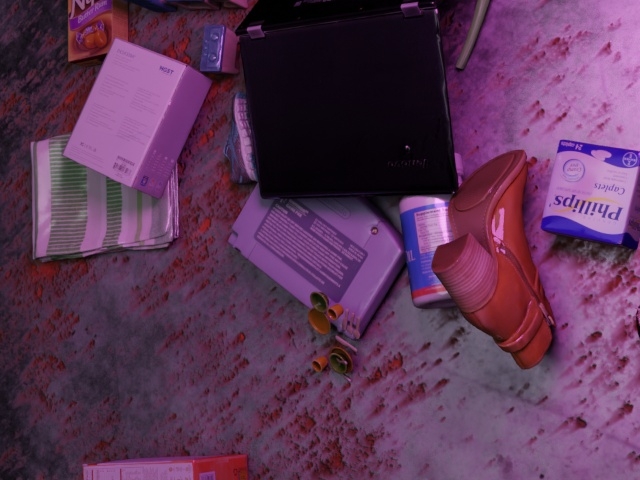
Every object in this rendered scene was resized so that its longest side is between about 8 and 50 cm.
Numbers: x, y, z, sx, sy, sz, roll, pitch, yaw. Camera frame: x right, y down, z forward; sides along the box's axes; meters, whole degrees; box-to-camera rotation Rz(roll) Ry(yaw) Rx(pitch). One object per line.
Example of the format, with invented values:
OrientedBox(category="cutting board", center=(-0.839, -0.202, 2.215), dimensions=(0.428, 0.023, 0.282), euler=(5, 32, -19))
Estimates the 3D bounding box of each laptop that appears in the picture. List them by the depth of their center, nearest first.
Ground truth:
OrientedBox(category="laptop", center=(0.085, -0.294, 1.919), dimensions=(0.382, 0.236, 0.408), euler=(0, 47, 38))

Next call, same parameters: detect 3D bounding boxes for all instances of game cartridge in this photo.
OrientedBox(category="game cartridge", center=(0.000, 0.000, 1.992), dimensions=(0.297, 0.062, 0.198), euler=(37, 99, 28))

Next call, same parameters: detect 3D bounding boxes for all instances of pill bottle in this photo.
OrientedBox(category="pill bottle", center=(0.184, -0.015, 1.846), dimensions=(0.124, 0.124, 0.222), euler=(-13, 77, 28))

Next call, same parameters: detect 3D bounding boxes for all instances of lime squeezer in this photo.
OrientedBox(category="lime squeezer", center=(0.239, -0.428, 1.899), dimensions=(0.110, 0.059, 0.310), euler=(-9, 81, 29))

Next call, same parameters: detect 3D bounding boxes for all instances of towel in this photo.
OrientedBox(category="towel", center=(-0.400, -0.093, 2.240), dimensions=(0.324, 0.038, 0.248), euler=(-8, 80, 29))

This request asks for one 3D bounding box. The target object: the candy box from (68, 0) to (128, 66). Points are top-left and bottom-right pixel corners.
OrientedBox(category="candy box", center=(-0.414, -0.425, 2.276), dimensions=(0.109, 0.053, 0.187), euler=(-6, 80, 30))

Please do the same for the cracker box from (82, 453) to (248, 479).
OrientedBox(category="cracker box", center=(-0.257, 0.395, 2.036), dimensions=(0.232, 0.155, 0.067), euler=(-7, 82, 30))

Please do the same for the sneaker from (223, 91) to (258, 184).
OrientedBox(category="sneaker", center=(-0.138, -0.170, 2.086), dimensions=(0.076, 0.065, 0.167), euler=(-20, 70, 35))

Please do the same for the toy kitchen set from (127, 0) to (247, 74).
OrientedBox(category="toy kitchen set", center=(-0.250, -0.376, 2.135), dimensions=(0.207, 0.122, 0.166), euler=(5, 87, 30))

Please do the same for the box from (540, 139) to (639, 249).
OrientedBox(category="box", center=(0.398, -0.066, 1.758), dimensions=(0.126, 0.072, 0.137), euler=(12, 91, 31))

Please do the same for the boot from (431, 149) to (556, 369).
OrientedBox(category="boot", center=(0.281, 0.024, 1.762), dimensions=(0.109, 0.220, 0.283), euler=(-22, 31, 39))

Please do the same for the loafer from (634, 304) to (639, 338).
OrientedBox(category="loafer", center=(0.558, 0.023, 1.622), dimensions=(0.134, 0.130, 0.366), euler=(44, 106, 26))

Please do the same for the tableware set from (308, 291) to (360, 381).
OrientedBox(category="tableware set", center=(0.013, 0.154, 1.937), dimensions=(0.104, 0.024, 0.154), euler=(34, 137, 28))

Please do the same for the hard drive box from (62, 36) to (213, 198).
OrientedBox(category="hard drive box", center=(-0.321, -0.215, 2.147), dimensions=(0.181, 0.089, 0.232), euler=(25, 91, 31))
